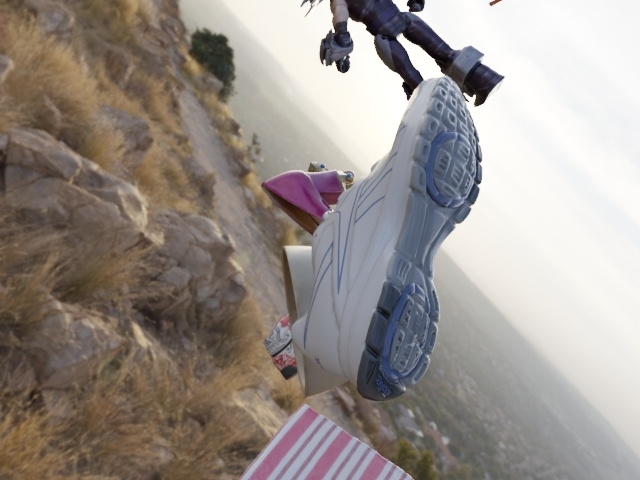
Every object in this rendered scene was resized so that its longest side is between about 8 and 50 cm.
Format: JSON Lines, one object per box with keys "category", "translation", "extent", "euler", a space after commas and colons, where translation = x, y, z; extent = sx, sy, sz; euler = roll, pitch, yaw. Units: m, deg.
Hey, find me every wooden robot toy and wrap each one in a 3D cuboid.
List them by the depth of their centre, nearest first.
{"category": "wooden robot toy", "translation": [0.050, -0.150, 1.385], "extent": [0.079, 0.076, 0.173], "euler": [-14, 30, -42]}

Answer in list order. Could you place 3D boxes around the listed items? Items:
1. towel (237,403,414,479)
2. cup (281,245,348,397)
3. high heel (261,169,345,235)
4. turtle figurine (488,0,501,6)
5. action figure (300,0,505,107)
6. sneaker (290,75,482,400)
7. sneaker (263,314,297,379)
{"category": "towel", "translation": [0.016, 0.299, 0.660], "extent": [0.197, 0.029, 0.144], "euler": [30, 38, 19]}
{"category": "cup", "translation": [0.053, 0.159, 1.228], "extent": [0.331, 0.237, 0.331], "euler": [171, -90, -82]}
{"category": "high heel", "translation": [0.000, 0.000, 0.771], "extent": [0.082, 0.117, 0.244], "euler": [112, -36, -60]}
{"category": "turtle figurine", "translation": [0.279, -0.596, 1.120], "extent": [0.269, 0.217, 0.087], "euler": [6, 16, 16]}
{"category": "action figure", "translation": [0.094, -0.263, 0.703], "extent": [0.285, 0.185, 0.099], "euler": [49, -1, -2]}
{"category": "sneaker", "translation": [0.053, -0.018, 0.491], "extent": [0.129, 0.297, 0.111], "euler": [7, -21, 44]}
{"category": "sneaker", "translation": [-0.028, 0.246, 1.511], "extent": [0.145, 0.270, 0.090], "euler": [53, 1, 14]}
